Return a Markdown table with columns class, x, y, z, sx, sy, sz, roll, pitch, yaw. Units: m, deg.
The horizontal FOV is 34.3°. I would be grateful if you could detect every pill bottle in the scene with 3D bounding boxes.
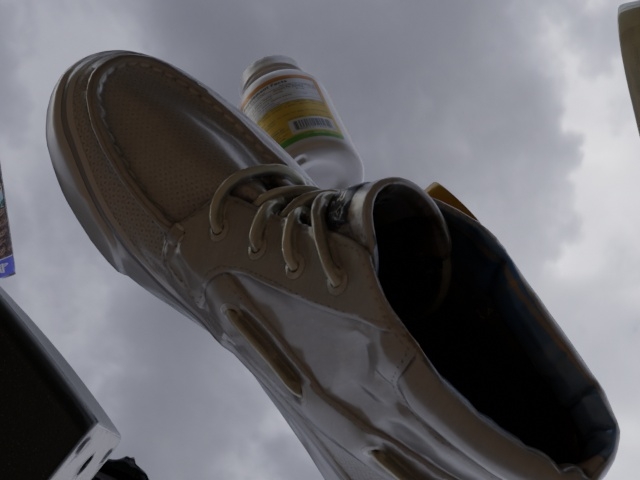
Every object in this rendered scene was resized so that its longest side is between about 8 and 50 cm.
| class | x | y | z | sx | sy | sz | roll | pitch | yaw |
| --- | --- | --- | --- | --- | --- | --- | --- | --- | --- |
| pill bottle | -0.038 | -0.149 | 1.425 | 0.136 | 0.136 | 0.245 | -27 | -136 | 5 |

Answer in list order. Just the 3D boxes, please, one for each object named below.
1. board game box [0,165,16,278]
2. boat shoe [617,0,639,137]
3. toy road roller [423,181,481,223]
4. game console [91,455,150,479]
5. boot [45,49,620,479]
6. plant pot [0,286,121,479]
| class | x | y | z | sx | sy | sz | roll | pitch | yaw |
| --- | --- | --- | --- | --- | --- | --- | --- | --- | --- |
| board game box | -0.499 | -0.070 | 1.170 | 0.141 | 0.291 | 0.232 | 24 | -145 | 38 |
| boat shoe | 0.301 | -0.029 | 0.752 | 0.099 | 0.116 | 0.319 | -14 | -78 | 25 |
| toy road roller | 0.137 | 0.111 | 1.139 | 0.202 | 0.329 | 0.240 | -43 | -113 | -3 |
| game console | -0.243 | 0.293 | 1.018 | 0.213 | 0.361 | 0.044 | 16 | -131 | -3 |
| boot | 0.000 | 0.000 | 0.386 | 0.258 | 0.123 | 0.095 | 46 | -124 | 7 |
| plant pot | -0.221 | 0.109 | 0.584 | 0.167 | 0.188 | 0.187 | 38 | -105 | 5 |
